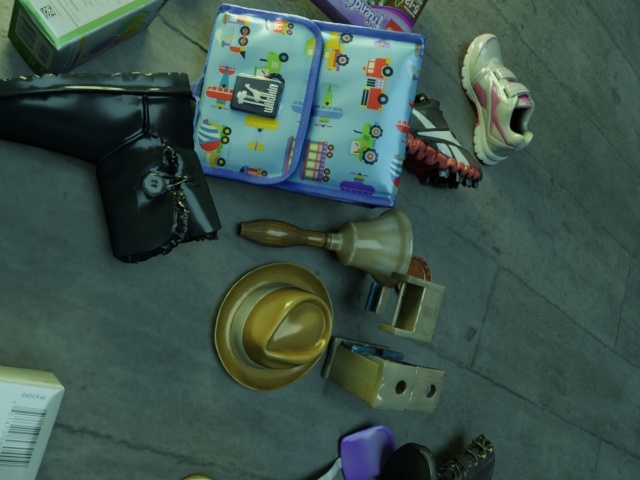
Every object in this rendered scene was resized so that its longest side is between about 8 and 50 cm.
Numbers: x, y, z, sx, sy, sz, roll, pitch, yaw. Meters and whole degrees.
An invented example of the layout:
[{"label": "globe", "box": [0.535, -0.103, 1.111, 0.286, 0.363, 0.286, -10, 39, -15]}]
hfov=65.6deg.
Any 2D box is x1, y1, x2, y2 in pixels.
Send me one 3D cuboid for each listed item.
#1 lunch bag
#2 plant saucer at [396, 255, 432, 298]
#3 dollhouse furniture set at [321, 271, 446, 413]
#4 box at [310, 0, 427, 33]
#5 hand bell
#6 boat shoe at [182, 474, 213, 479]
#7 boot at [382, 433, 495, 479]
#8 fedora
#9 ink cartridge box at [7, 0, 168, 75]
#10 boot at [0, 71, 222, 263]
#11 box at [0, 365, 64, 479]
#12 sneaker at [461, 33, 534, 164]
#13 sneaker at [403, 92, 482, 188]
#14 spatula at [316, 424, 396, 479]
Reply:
[{"label": "lunch bag", "box": [-0.035, -0.176, 0.669, 0.293, 0.138, 0.221, 10, 92, -7]}, {"label": "plant saucer", "box": [0.163, 0.069, 0.876, 0.083, 0.013, 0.083, 2, 86, -34]}, {"label": "dollhouse furniture set", "box": [0.111, 0.144, 0.750, 0.129, 0.129, 0.184, 18, 87, -34]}, {"label": "box", "box": [0.054, -0.439, 0.740, 0.293, 0.057, 0.201, 26, 96, -37]}, {"label": "hand bell", "box": [0.000, 0.000, 0.727, 0.242, 0.126, 0.126, 6, 84, -23]}, {"label": "boat shoe", "box": [-0.201, 0.420, 0.554, 0.109, 0.098, 0.302, 50, 63, -22]}, {"label": "boot", "box": [0.216, 0.397, 0.844, 0.229, 0.091, 0.263, -22, 122, -34]}, {"label": "fedora", "box": [-0.046, 0.122, 0.688, 0.194, 0.079, 0.194, 2, 87, -34]}, {"label": "ink cartridge box", "box": [-0.233, -0.267, 0.558, 0.209, 0.109, 0.062, -46, 113, -28]}, {"label": "boot", "box": [-0.241, -0.072, 0.551, 0.246, 0.094, 0.207, -13, 99, -29]}, {"label": "box", "box": [-0.324, 0.178, 0.487, 0.102, 0.087, 0.101, 21, 76, -32]}, {"label": "sneaker", "box": [0.357, -0.280, 0.967, 0.103, 0.111, 0.252, -18, 98, -34]}, {"label": "sneaker", "box": [0.185, -0.173, 0.850, 0.276, 0.097, 0.135, 17, 81, -32]}, {"label": "spatula", "box": [-0.006, 0.358, 0.734, 0.296, 0.030, 0.084, -13, 99, -34]}]
